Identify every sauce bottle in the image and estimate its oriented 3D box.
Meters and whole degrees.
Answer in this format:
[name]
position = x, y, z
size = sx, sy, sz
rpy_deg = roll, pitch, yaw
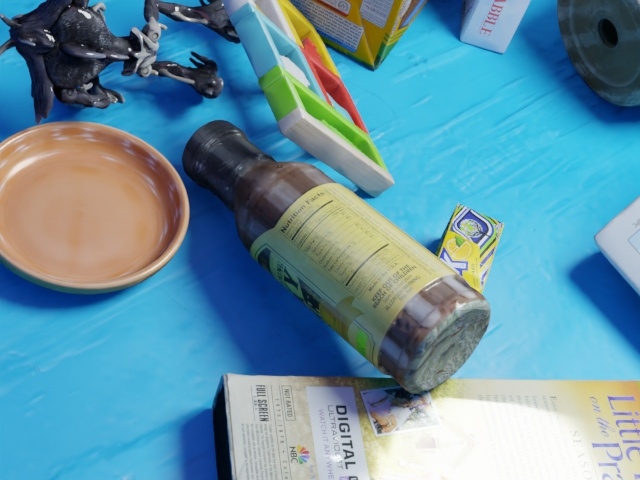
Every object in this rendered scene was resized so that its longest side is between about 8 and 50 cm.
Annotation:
[sauce bottle]
position = 0.000, 0.000, 0.974
size = 0.111, 0.111, 0.344
rpy_deg = -25, 49, -33

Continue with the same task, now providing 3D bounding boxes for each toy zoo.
[toy zoo]
position = -0.030, -0.195, 1.118
size = 0.192, 0.030, 0.293
rpy_deg = 30, 30, -54

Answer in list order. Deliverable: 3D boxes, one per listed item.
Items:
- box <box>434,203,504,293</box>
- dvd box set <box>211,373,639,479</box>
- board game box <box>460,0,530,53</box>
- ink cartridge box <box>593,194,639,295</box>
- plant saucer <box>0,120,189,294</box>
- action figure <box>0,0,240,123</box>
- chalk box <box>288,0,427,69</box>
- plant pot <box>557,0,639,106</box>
[box]
position = 0.131, 0.045, 1.040
size = 0.054, 0.059, 0.169
rpy_deg = 23, 49, 2
[dvd box set]
position = 0.130, 0.257, 0.872
size = 0.420, 0.062, 0.307
rpy_deg = 2, 52, -17
[board game box]
position = 0.263, -0.457, 1.316
size = 0.066, 0.318, 0.318
rpy_deg = 14, 49, -6
[ink cartridge box]
position = 0.510, 0.040, 1.022
size = 0.385, 0.308, 0.091
rpy_deg = 53, 17, 21
[plant saucer]
position = -0.225, -0.028, 0.992
size = 0.200, 0.037, 0.200
rpy_deg = 10, 51, -12
[action figure]
position = -0.218, -0.200, 1.047
size = 0.276, 0.164, 0.141
rpy_deg = -4, 23, -44
[chalk box]
position = 0.073, -0.384, 1.287
size = 0.180, 0.179, 0.289
rpy_deg = 30, 48, 6
[plant pot]
position = 0.464, -0.302, 1.300
size = 0.280, 0.323, 0.323
rpy_deg = -26, 64, -15
